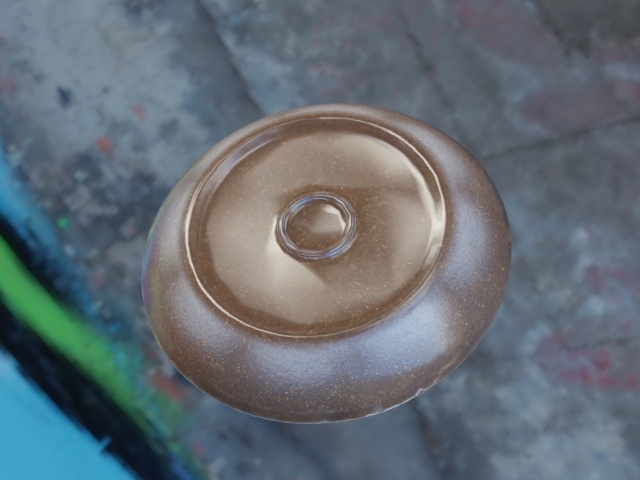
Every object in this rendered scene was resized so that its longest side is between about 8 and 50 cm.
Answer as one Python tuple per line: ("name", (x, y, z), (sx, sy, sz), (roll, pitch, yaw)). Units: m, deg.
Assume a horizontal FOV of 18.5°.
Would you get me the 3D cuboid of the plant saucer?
("plant saucer", (0.000, 0.000, 1.026), (0.198, 0.198, 0.036), (23, 154, 22))
